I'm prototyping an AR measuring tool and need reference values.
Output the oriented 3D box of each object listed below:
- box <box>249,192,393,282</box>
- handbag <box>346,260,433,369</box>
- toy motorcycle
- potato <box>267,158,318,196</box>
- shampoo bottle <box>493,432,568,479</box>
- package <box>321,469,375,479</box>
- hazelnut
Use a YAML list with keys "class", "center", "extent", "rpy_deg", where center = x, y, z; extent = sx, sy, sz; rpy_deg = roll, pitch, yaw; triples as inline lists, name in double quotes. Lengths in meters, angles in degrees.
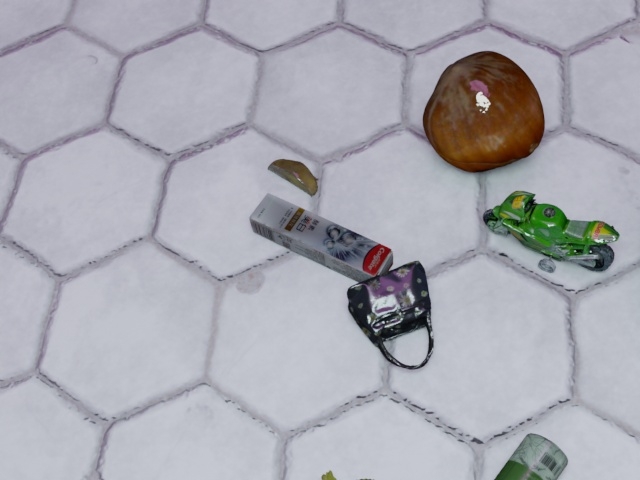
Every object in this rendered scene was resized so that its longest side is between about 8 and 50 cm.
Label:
- class: "box"
  center: [0.000, 0.000, 1.334]
  extent: [0.218, 0.039, 0.055]
  rpy_deg: [24, 64, 20]
- class: "handbag"
  center: [0.108, 0.108, 1.235]
  extent: [0.115, 0.072, 0.139]
  rpy_deg: [-20, 63, -6]
- class: "toy motorcycle"
  center: [0.312, -0.016, 1.260]
  extent: [0.190, 0.106, 0.074]
  rpy_deg: [21, 65, 21]
- class: "potato"
  center: [-0.040, -0.109, 1.408]
  extent: [0.093, 0.036, 0.037]
  rpy_deg: [33, 72, 25]
- class: "shampoo bottle"
  center: [0.216, 0.327, 1.093]
  extent: [0.065, 0.065, 0.204]
  rpy_deg: [33, 69, 24]
- class: "package"
  center: [0.058, 0.378, 1.065]
  extent: [0.168, 0.090, 0.226]
  rpy_deg: [8, 58, 11]
- class: "hazelnut"
  center: [0.241, -0.182, 1.333]
  extent: [0.182, 0.182, 0.182]
  rpy_deg: [-4, 58, 6]
